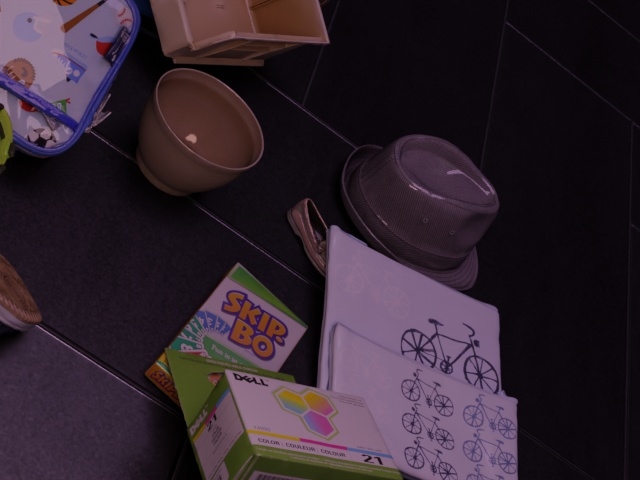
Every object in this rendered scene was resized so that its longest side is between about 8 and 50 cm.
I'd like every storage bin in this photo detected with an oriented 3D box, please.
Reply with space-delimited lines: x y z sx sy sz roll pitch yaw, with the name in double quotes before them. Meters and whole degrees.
"storage bin" -0.134 -0.389 2.019 0.260 0.123 0.262 -9 84 -58

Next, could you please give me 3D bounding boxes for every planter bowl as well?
"planter bowl" -0.169 -0.125 1.839 0.162 0.109 0.162 26 41 -25

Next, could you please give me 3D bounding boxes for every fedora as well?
"fedora" 0.165 -0.061 2.103 0.275 0.124 0.243 28 40 -23

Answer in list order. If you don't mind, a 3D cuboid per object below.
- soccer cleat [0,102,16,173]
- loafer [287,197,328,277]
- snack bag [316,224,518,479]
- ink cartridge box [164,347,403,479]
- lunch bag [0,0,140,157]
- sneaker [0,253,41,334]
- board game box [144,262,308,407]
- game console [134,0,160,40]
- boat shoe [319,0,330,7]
"soccer cleat" -0.429 -0.070 1.517 0.289 0.121 0.093 -57 135 -51
"loafer" 0.000 0.000 1.949 0.045 0.039 0.125 -15 67 -52
"snack bag" 0.135 0.169 1.896 0.323 0.037 0.342 26 47 -26
"ink cartridge box" -0.048 0.188 1.566 0.189 0.097 0.255 15 31 -32
"lunch bag" -0.371 -0.239 1.668 0.303 0.115 0.243 33 79 -17
"sneaker" -0.401 0.073 1.442 0.099 0.153 0.282 56 6 17
"board game box" -0.104 0.126 1.731 0.124 0.039 0.259 43 33 -5
"game console" -0.272 -0.456 2.012 0.173 0.250 0.293 -1 52 -13
"boat shoe" -0.059 -0.462 2.233 0.257 0.095 0.095 51 -3 -25
